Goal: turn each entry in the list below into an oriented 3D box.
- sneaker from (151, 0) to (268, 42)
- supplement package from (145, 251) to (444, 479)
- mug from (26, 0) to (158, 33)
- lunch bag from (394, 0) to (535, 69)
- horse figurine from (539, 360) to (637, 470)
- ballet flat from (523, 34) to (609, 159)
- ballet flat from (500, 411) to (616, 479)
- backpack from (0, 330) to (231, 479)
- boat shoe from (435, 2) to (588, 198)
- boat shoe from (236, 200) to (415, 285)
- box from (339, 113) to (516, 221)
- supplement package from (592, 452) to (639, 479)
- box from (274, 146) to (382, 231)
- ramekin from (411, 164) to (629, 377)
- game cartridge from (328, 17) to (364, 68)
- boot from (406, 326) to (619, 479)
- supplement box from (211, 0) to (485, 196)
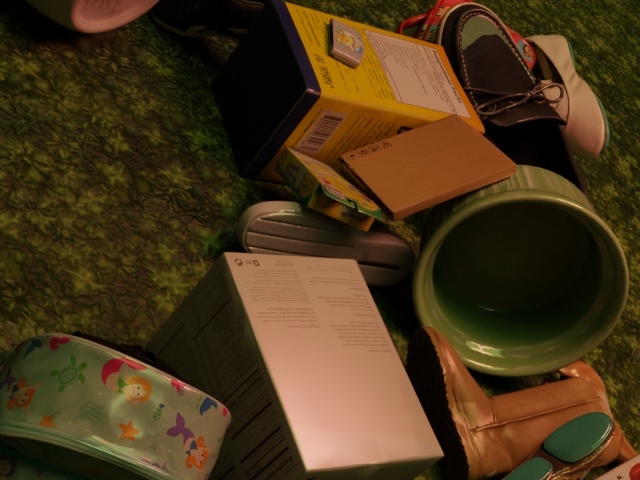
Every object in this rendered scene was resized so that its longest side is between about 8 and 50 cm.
[{"bbox_3d":[-0.163,-0.372,1.583,0.217,0.121,0.079,14,61,9],"label":"sneaker"},{"bbox_3d":[-0.038,0.178,1.155,0.199,0.198,0.263,4,51,-40],"label":"supplement package"},{"bbox_3d":[-0.328,-0.496,1.416,0.276,0.374,0.328,-18,73,-55],"label":"mug"},{"bbox_3d":[0.243,-0.309,1.892,0.258,0.120,0.293,33,58,-7],"label":"lunch bag"},{"bbox_3d":[0.394,0.262,1.573,0.174,0.066,0.263,-4,59,-35],"label":"horse figurine"},{"bbox_3d":[0.500,-0.312,2.201,0.139,0.139,0.400,23,37,-24],"label":"ballet flat"},{"bbox_3d":[0.309,0.303,1.355,0.206,0.067,0.073,-30,37,-18],"label":"ballet flat"},{"bbox_3d":[-0.211,0.188,0.950,0.225,0.253,0.191,29,59,-19],"label":"backpack"},{"bbox_3d":[0.329,-0.196,1.729,0.187,0.156,0.500,-7,71,-20],"label":"boat shoe"},{"bbox_3d":[0.000,0.000,1.465,0.302,0.109,0.094,15,22,-38],"label":"boat shoe"},{"bbox_3d":[0.151,-0.108,1.470,0.201,0.021,0.164,-21,41,-17],"label":"box"},{"bbox_3d":[0.431,0.402,1.376,0.203,0.149,0.194,-16,65,-38],"label":"supplement package"},{"bbox_3d":[0.011,-0.069,1.430,0.105,0.043,0.179,23,11,-27],"label":"box"},{"bbox_3d":[0.285,0.037,1.508,0.303,0.303,0.148,32,26,-13],"label":"ramekin"},{"bbox_3d":[0.038,-0.290,1.512,0.056,0.017,0.083,26,40,-26],"label":"game cartridge"},{"bbox_3d":[0.268,0.223,1.446,0.269,0.089,0.236,-4,69,-30],"label":"boot"},{"bbox_3d":[0.044,-0.207,1.610,0.356,0.195,0.194,7,49,-37],"label":"supplement box"}]
